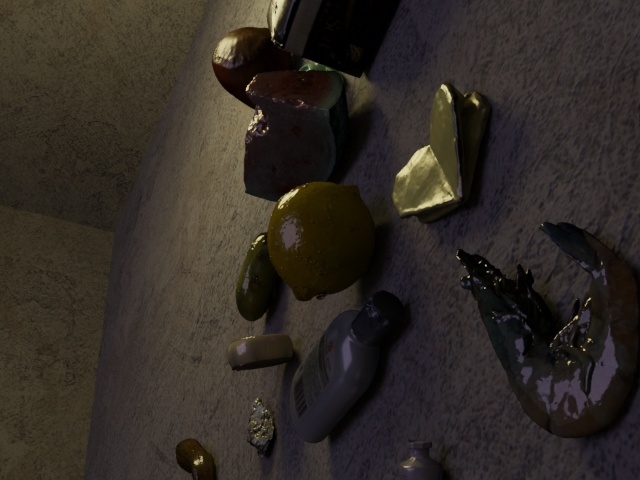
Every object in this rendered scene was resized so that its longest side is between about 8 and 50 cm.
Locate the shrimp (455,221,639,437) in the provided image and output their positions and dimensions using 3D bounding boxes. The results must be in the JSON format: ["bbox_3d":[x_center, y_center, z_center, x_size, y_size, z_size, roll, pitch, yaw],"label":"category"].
[{"bbox_3d":[0.233,0.062,0.925,0.178,0.075,0.289,-56,25,25],"label":"shrimp"}]

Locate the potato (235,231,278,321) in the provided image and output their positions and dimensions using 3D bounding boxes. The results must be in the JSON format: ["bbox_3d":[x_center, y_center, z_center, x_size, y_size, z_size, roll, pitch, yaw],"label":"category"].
[{"bbox_3d":[-0.123,0.072,1.847,0.105,0.085,0.188,94,-171,-76],"label":"potato"}]

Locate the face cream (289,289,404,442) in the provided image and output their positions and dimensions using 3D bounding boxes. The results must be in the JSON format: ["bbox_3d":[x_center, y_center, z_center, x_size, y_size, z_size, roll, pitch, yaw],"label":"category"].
[{"bbox_3d":[0.035,0.180,1.357,0.144,0.071,0.291,-97,28,-43],"label":"face cream"}]

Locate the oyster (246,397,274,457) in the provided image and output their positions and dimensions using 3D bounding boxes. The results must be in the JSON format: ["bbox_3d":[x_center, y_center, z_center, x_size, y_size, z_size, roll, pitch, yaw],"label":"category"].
[{"bbox_3d":[-0.114,0.351,1.683,0.100,0.037,0.098,-174,98,-70],"label":"oyster"}]

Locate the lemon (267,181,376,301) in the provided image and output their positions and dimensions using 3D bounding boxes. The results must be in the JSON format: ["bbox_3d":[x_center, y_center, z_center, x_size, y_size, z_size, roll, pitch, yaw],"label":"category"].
[{"bbox_3d":[0.000,0.000,1.431,0.173,0.173,0.206,150,133,-63],"label":"lemon"}]

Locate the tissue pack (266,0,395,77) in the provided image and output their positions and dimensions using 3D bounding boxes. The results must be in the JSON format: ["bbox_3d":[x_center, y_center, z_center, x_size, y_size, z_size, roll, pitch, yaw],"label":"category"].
[{"bbox_3d":[0.042,-0.508,1.643,0.210,0.198,0.370,-111,40,-54],"label":"tissue pack"}]

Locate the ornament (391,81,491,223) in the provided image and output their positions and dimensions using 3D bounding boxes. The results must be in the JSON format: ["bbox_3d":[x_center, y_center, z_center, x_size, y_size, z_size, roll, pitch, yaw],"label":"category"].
[{"bbox_3d":[0.169,-0.099,1.232,0.180,0.059,0.201,-105,33,-53],"label":"ornament"}]

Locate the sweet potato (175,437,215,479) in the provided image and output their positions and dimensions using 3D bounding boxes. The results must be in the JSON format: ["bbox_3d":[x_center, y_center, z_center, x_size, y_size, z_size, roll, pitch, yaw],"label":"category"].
[{"bbox_3d":[-0.267,0.491,1.967,0.233,0.062,0.081,-153,63,-66],"label":"sweet potato"}]

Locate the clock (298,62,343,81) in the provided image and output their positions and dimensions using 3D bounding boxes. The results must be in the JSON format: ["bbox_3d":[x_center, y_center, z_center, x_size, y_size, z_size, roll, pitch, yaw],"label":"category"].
[{"bbox_3d":[-0.021,-0.291,1.853,0.211,0.066,0.159,-114,44,-61],"label":"clock"}]

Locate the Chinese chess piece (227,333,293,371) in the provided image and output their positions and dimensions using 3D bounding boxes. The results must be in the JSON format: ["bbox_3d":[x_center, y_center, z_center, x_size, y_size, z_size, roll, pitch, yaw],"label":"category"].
[{"bbox_3d":[-0.110,0.205,1.654,0.122,0.122,0.051,-35,62,60],"label":"Chinese chess piece"}]

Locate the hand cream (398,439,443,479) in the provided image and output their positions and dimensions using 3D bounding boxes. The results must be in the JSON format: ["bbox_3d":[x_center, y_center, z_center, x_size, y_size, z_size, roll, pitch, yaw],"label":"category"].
[{"bbox_3d":[0.123,0.312,1.083,0.084,0.053,0.142,163,105,-68],"label":"hand cream"}]

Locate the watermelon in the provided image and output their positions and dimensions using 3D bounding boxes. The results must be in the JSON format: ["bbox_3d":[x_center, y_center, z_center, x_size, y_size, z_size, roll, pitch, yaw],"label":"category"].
[{"bbox_3d":[-0.057,-0.211,1.698,0.318,0.226,0.148,-38,17,48],"label":"watermelon"}]

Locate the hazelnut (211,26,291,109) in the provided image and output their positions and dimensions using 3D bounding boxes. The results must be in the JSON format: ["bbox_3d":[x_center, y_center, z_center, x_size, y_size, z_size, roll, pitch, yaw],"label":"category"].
[{"bbox_3d":[-0.157,-0.404,2.152,0.208,0.208,0.208,-165,90,-70],"label":"hazelnut"}]
